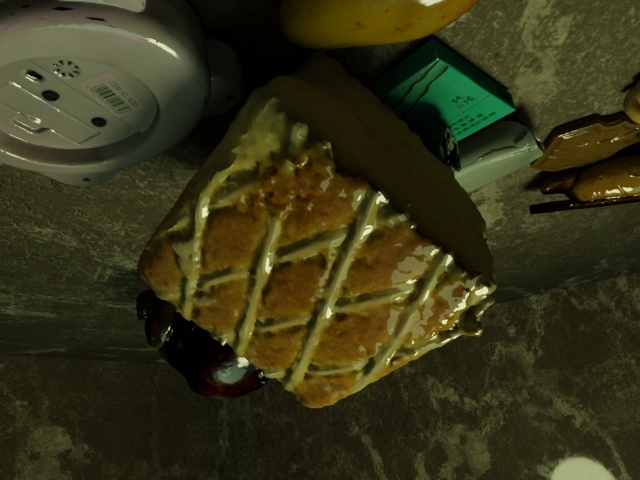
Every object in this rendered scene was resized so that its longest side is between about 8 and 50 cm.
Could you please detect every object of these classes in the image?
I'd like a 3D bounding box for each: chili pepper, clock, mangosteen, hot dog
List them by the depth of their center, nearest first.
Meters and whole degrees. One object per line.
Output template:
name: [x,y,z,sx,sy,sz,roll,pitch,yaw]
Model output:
clock: [-0.278,-0.188,0.545,0.322,0.113,0.295,-18,157,18]
chili pepper: [0.091,-0.133,0.802,0.271,0.099,0.136,-5,-164,26]
hot dog: [0.653,-0.137,1.064,0.326,0.107,0.194,-7,176,6]
mangosteen: [-0.280,0.229,1.341,0.381,0.421,0.381,-42,-177,3]

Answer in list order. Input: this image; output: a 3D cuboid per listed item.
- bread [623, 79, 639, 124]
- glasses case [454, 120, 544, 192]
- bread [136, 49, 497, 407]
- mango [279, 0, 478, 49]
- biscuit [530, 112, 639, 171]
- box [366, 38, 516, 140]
bread: [0.591,-0.256,0.777,0.120,0.084,0.177,-9,155,-2]
glasses case: [0.285,-0.143,0.942,0.308,0.083,0.128,-24,160,34]
bread: [0.000,0.000,0.676,0.371,0.279,0.390,38,130,-11]
mango: [0.071,-0.265,0.485,0.254,0.113,0.138,-17,158,25]
biscuit: [0.563,-0.198,0.977,0.216,0.034,0.182,-8,160,-3]
box: [0.182,-0.217,0.755,0.227,0.042,0.161,9,154,-42]
